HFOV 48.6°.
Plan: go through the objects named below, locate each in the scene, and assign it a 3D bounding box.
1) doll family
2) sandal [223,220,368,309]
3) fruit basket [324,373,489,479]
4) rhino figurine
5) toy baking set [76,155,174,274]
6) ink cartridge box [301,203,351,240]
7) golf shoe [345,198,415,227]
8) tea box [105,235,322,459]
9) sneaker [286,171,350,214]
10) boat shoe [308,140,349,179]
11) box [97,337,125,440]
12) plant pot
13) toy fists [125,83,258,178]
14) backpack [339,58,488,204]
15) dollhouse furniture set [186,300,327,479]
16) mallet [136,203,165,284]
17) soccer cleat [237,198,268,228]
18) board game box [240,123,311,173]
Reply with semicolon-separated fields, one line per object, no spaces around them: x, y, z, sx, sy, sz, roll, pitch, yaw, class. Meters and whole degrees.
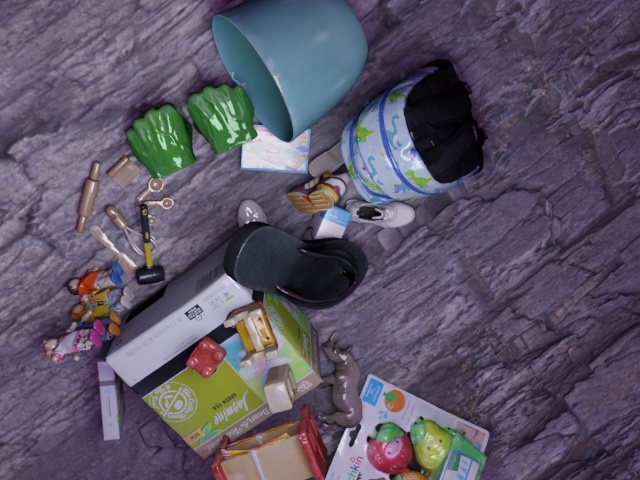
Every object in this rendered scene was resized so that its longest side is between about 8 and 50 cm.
-0.501;0.179;1.537;0.163;0.262;0.118;-17;131;20;doll family
-0.019;0.073;1.478;0.446;0.107;0.167;12;102;-54;sandal
0.217;0.548;1.744;0.353;0.165;0.327;30;70;-10;fruit basket
0.047;0.344;1.731;0.106;0.073;0.243;-5;84;14;rhino figurine
-0.441;-0.055;1.579;0.197;0.030;0.256;20;97;-15;toy baking set
0.000;0.000;1.642;0.060;0.104;0.180;22;96;-16;ink cartridge box
0.146;-0.058;1.670;0.176;0.086;0.069;2;100;-13;golf shoe
-0.219;0.231;1.547;0.329;0.220;0.323;-36;109;11;tea box
-0.002;-0.110;1.591;0.084;0.185;0.069;-47;115;-23;sneaker
0.067;-0.192;1.650;0.206;0.075;0.065;-30;149;-9;boat shoe
-0.470;0.332;1.598;0.038;0.145;0.186;-2;102;-10;box
-0.046;-0.389;1.466;0.235;0.293;0.293;-35;107;-12;plant pot
-0.279;-0.248;1.533;0.279;0.096;0.142;-21;116;4;toy fists
0.203;-0.214;1.516;0.274;0.355;0.290;-17;105;18;backpack
-0.139;0.320;1.411;0.201;0.152;0.374;-20;96;5;dollhouse furniture set
-0.393;0.013;1.572;0.062;0.039;0.189;-18;118;-21;mallet
-0.146;0.003;1.627;0.068;0.076;0.196;-10;104;-10;soccer cleat
-0.103;-0.209;1.617;0.154;0.026;0.103;3;101;-12;board game box
